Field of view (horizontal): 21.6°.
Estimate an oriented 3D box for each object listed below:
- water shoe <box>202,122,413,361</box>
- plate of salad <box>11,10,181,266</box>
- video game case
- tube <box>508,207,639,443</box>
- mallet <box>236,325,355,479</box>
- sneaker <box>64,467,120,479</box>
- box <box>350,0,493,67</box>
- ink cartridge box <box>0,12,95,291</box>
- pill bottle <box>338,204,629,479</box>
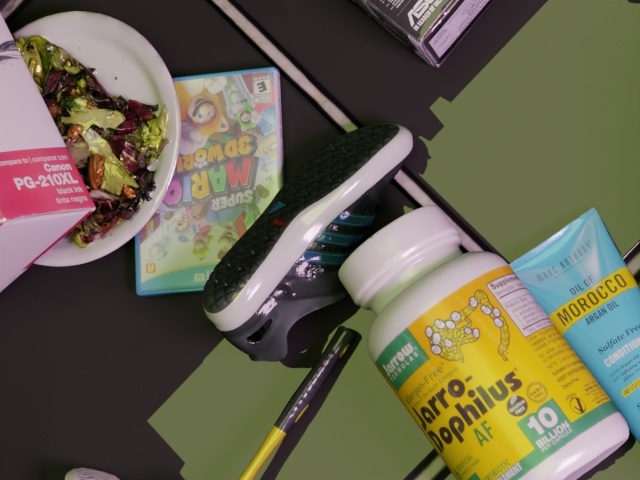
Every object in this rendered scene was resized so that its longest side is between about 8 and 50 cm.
[{"bbox_3d":[0.000,0.000,1.227,0.203,0.080,0.073,-45,31,-11],"label":"water shoe"},{"bbox_3d":[-0.200,-0.080,1.284,0.200,0.048,0.200,-3,82,21],"label":"plate of salad"},{"bbox_3d":[-0.086,-0.044,1.275,0.119,0.015,0.166,-5,82,14],"label":"video game case"},{"bbox_3d":[0.215,0.081,1.167,0.080,0.052,0.207,-32,70,-2],"label":"tube"},{"bbox_3d":[-0.032,0.146,1.231,0.039,0.062,0.189,34,77,15],"label":"mallet"},{"bbox_3d":[-0.137,0.232,1.230,0.158,0.061,0.065,36,106,35],"label":"sneaker"},{"bbox_3d":[0.088,-0.322,1.233,0.242,0.076,0.307,41,94,16],"label":"box"},{"bbox_3d":[-0.297,-0.080,1.259,0.172,0.100,0.237,-36,74,35],"label":"ink cartridge box"},{"bbox_3d":[0.106,0.082,1.155,0.117,0.117,0.208,-37,76,8],"label":"pill bottle"}]
